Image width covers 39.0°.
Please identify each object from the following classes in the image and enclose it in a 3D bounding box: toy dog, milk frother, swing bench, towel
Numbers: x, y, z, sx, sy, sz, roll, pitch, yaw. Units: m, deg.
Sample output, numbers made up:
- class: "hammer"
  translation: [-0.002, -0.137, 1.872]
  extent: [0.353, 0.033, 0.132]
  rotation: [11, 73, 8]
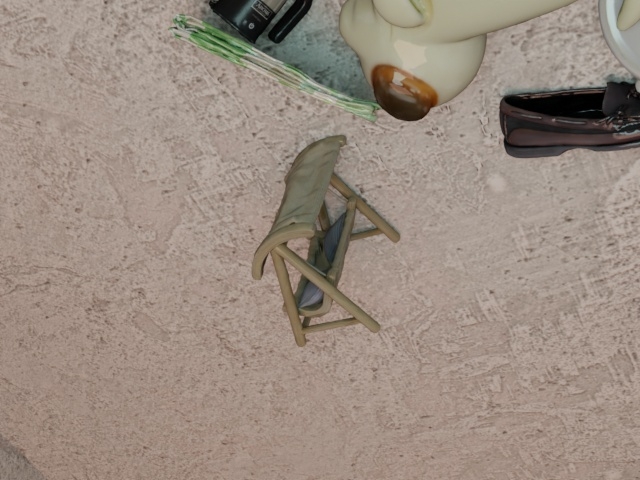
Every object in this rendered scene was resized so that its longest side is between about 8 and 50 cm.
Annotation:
- class: "toy dog"
  translation: [0.186, -0.352, 1.188]
  extent: [0.395, 0.284, 0.408]
  rotation: [28, 139, -14]
- class: "milk frother"
  translation: [-0.099, -0.380, 1.363]
  extent: [0.134, 0.143, 0.129]
  rotation: [-50, 152, 6]
- class: "swing bench"
  translation: [0.000, 0.000, 1.563]
  extent: [0.165, 0.253, 0.254]
  rotation: [-14, 125, 28]
- class: "towel"
  translation: [-0.061, -0.261, 1.380]
  extent: [0.325, 0.248, 0.038]
  rotation: [23, 98, -4]

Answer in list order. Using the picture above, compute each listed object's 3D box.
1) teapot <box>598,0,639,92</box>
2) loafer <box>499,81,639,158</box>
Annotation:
- class: "teapot"
  translation: [0.500, -0.320, 1.167]
  extent: [0.256, 0.187, 0.252]
  rotation: [-1, 105, 40]
- class: "loafer"
  translation: [0.416, -0.193, 1.360]
  extent: [0.303, 0.109, 0.095]
  rotation: [-7, 125, 27]
